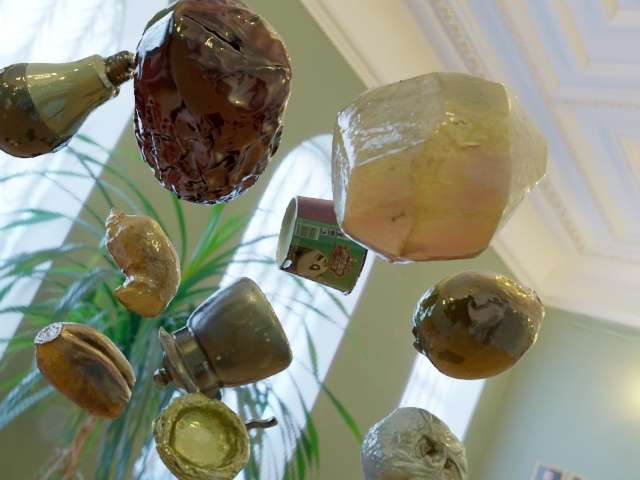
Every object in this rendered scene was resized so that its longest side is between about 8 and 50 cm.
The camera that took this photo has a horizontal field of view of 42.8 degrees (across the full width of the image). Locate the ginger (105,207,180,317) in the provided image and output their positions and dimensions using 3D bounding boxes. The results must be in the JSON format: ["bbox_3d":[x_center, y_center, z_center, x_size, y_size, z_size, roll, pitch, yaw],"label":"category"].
[{"bbox_3d":[-0.407,0.045,1.875,0.152,0.267,0.138,-13,-7,-44],"label":"ginger"}]

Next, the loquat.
[{"bbox_3d":[0.222,0.115,1.137,0.195,0.152,0.152,-18,-17,-3],"label":"loquat"}]

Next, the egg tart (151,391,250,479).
[{"bbox_3d":[-0.229,0.386,1.538,0.197,0.197,0.078,26,-50,-8],"label":"egg tart"}]

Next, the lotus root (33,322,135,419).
[{"bbox_3d":[-0.581,0.312,2.025,0.193,0.193,0.291,4,-37,52],"label":"lotus root"}]

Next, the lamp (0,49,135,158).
[{"bbox_3d":[-0.484,-0.264,1.537,0.313,0.182,0.182,-20,-13,-8],"label":"lamp"}]

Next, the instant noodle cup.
[{"bbox_3d":[0.000,0.000,2.061,0.190,0.251,0.251,13,-13,-13],"label":"instant noodle cup"}]

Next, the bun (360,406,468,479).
[{"bbox_3d":[0.123,0.271,1.004,0.140,0.141,0.083,26,-41,-10],"label":"bun"}]

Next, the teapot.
[{"bbox_3d":[-0.216,0.262,1.766,0.223,0.285,0.305,48,-20,52],"label":"teapot"}]

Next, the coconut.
[{"bbox_3d":[0.126,-0.075,0.861,0.236,0.198,0.237,-1,0,0],"label":"coconut"}]

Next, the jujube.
[{"bbox_3d":[-0.170,-0.212,1.282,0.258,0.258,0.377,23,-27,5],"label":"jujube"}]
